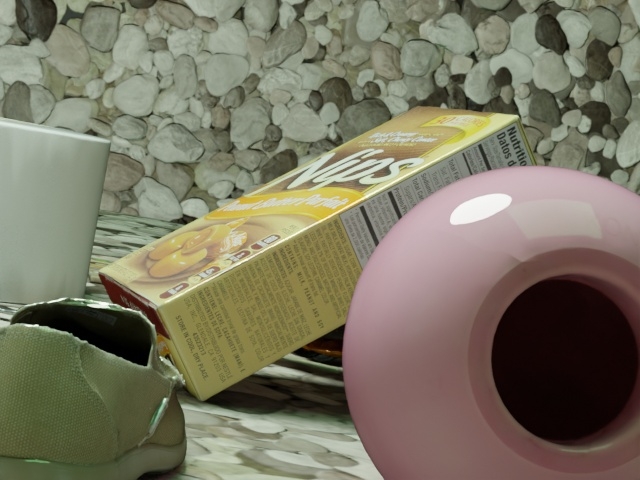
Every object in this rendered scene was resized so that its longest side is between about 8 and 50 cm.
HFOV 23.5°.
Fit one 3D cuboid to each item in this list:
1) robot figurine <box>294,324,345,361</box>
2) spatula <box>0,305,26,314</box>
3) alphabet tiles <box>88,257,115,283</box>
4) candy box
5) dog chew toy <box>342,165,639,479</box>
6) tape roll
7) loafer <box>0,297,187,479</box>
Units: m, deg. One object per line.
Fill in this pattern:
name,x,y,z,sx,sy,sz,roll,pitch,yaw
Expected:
robot figurine,0.078,0.075,1.378,0.291,0.085,0.211,6,-6,21
spatula,-0.280,0.051,1.330,0.296,0.030,0.084,10,1,5
alphabet tiles,-0.225,0.043,1.870,0.198,0.009,0.237,10,3,-11
candy box,0.000,0.000,1.207,0.316,0.088,0.183,-29,17,-16
dog chew toy,0.103,0.068,0.896,0.206,0.207,0.332,10,-5,-6
tape roll,-0.341,-0.041,1.533,0.246,0.169,0.246,11,3,-1
loafer,-0.120,0.077,0.819,0.101,0.092,0.268,10,3,1
